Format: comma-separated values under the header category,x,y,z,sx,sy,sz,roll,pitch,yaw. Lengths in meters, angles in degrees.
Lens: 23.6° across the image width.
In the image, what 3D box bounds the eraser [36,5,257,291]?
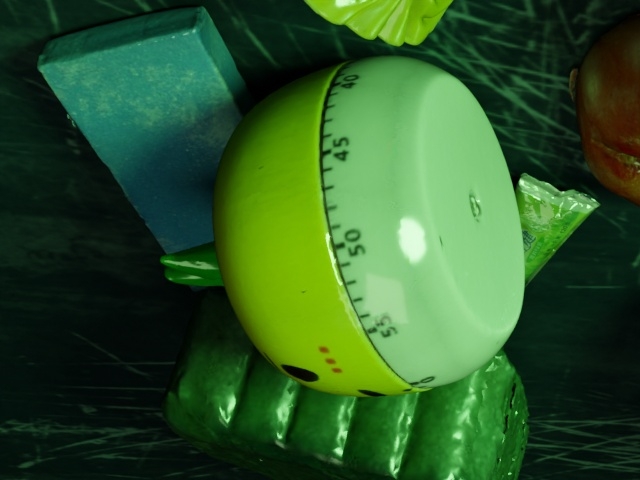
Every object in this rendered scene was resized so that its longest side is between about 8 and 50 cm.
category,x,y,z,sx,sy,sz,roll,pitch,yaw
eraser,-0.105,-0.068,1.297,0.144,0.042,0.312,-11,139,18

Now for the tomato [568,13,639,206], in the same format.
category,x,y,z,sx,sy,sz,roll,pitch,yaw
tomato,0.306,-0.087,1.200,0.225,0.085,0.225,1,143,0

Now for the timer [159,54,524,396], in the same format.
category,x,y,z,sx,sy,sz,roll,pitch,yaw
timer,0.000,0.000,1.201,0.285,0.285,0.285,3,142,2

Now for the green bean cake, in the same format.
category,x,y,z,sx,sy,sz,roll,pitch,yaw
green bean cake,0.034,0.160,1.432,0.308,0.169,0.300,13,164,13

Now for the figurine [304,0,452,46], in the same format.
category,x,y,z,sx,sy,sz,roll,pitch,yaw
figurine,0.111,-0.281,0.918,0.315,0.168,0.187,-43,165,34

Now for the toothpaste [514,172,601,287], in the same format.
category,x,y,z,sx,sy,sz,roll,pitch,yaw
toothpaste,0.161,0.026,1.388,0.078,0.047,0.248,21,138,-12
